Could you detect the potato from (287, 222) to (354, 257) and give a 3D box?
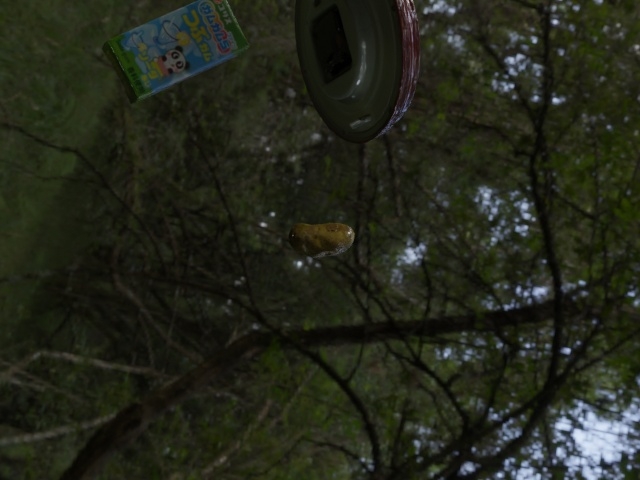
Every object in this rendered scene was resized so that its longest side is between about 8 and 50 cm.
[{"bbox_3d":[0.000,0.000,1.083,0.045,0.092,0.046,-77,164,-59],"label":"potato"}]

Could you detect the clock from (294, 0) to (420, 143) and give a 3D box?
[{"bbox_3d":[0.039,-0.308,1.247,0.318,0.080,0.318,42,-40,48],"label":"clock"}]

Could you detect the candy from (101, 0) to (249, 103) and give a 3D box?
[{"bbox_3d":[-0.216,-0.289,1.205,0.097,0.194,0.062,63,-15,-9],"label":"candy"}]
